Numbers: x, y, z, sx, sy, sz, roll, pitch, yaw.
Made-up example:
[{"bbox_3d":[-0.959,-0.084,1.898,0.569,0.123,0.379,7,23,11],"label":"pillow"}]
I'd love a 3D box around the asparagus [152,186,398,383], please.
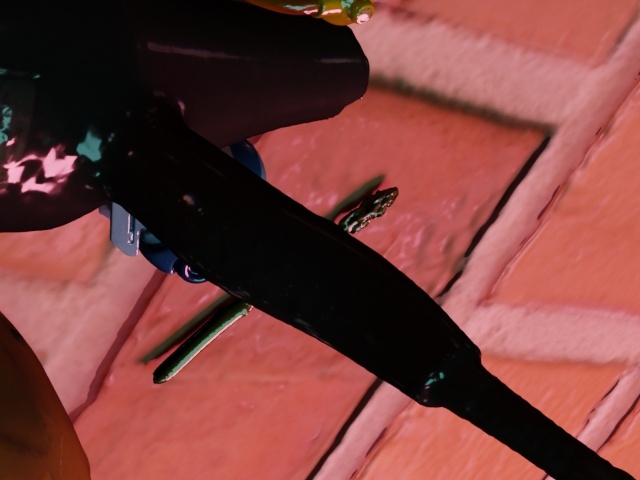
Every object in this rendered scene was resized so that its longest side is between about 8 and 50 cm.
[{"bbox_3d":[-0.024,0.022,0.967,0.166,0.013,0.016,-39,105,-7],"label":"asparagus"}]

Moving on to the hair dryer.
[{"bbox_3d":[0.000,0.000,0.665,0.303,0.359,0.120,-4,124,-54],"label":"hair dryer"}]

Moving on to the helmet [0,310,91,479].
[{"bbox_3d":[-0.187,0.147,0.840,0.198,0.130,0.224,-17,140,-28],"label":"helmet"}]

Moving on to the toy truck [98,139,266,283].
[{"bbox_3d":[-0.071,-0.028,0.834,0.073,0.056,0.090,-42,134,14],"label":"toy truck"}]

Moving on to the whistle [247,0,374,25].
[{"bbox_3d":[-0.021,-0.122,0.727,0.046,0.109,0.057,-50,140,13],"label":"whistle"}]
